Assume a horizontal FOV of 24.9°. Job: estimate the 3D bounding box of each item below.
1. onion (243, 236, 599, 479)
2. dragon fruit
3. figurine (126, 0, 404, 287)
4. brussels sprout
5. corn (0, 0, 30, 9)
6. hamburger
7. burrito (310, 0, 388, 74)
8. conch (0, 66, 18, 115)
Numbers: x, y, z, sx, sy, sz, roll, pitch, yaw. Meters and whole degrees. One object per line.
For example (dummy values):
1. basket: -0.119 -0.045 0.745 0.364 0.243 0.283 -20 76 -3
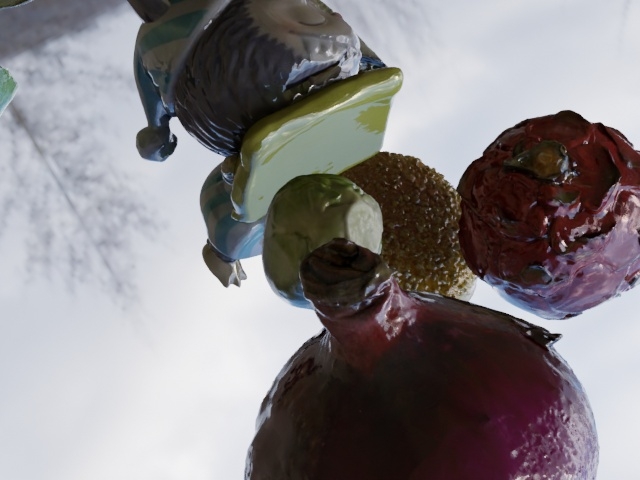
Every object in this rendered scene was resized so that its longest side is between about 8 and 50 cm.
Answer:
1. onion: 0.074 0.159 1.322 0.348 0.385 0.347 -17 -149 11
2. dragon fruit: 0.322 -0.034 1.946 0.277 0.342 0.277 -8 -111 22
3. figurine: -0.118 -0.200 1.865 0.266 0.377 0.361 -19 151 -38
4. brussels sprout: 0.003 -0.001 1.489 0.155 0.117 0.155 -18 -114 45
5. corn: -0.293 -0.263 1.263 0.305 0.122 0.123 -31 -154 19
6. hamburger: 0.097 0.008 2.139 0.302 0.302 0.170 -38 176 -25
7. burrito: -0.059 -0.342 2.247 0.175 0.347 0.107 -34 167 -35
8. conch: -0.476 -0.142 1.814 0.250 0.143 0.137 -40 -143 -2
